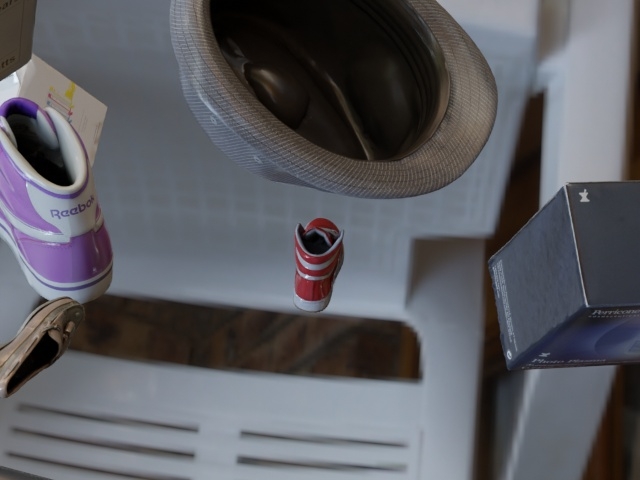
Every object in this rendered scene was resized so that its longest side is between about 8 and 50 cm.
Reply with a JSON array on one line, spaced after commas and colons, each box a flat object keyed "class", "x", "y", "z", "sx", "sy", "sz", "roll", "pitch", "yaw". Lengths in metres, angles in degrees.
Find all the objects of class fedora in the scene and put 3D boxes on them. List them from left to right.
[{"class": "fedora", "x": -0.008, "y": -0.123, "z": 1.285, "sx": 0.275, "sy": 0.244, "sz": 0.124, "roll": 33, "pitch": 144, "yaw": -6}]

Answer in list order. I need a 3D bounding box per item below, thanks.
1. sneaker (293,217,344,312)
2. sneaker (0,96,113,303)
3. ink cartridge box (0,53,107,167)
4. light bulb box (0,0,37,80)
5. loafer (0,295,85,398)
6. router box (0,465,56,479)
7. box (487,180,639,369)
[{"class": "sneaker", "x": 0.000, "y": 0.000, "z": 1.328, "sx": 0.042, "sy": 0.118, "sz": 0.067, "roll": 6, "pitch": 125, "yaw": 1}, {"class": "sneaker", "x": -0.272, "y": -0.081, "z": 1.430, "sx": 0.102, "sy": 0.282, "sz": 0.161, "roll": -28, "pitch": 134, "yaw": -26}, {"class": "ink cartridge box", "x": -0.334, "y": -0.142, "z": 1.829, "sx": 0.092, "sy": 0.090, "sz": 0.143, "roll": -17, "pitch": 142, "yaw": 38}, {"class": "light bulb box", "x": -0.328, "y": -0.171, "z": 0.762, "sx": 0.225, "sy": 0.358, "sz": 0.361, "roll": 43, "pitch": 150, "yaw": 12}, {"class": "loafer", "x": -0.222, "y": 0.088, "z": 1.244, "sx": 0.039, "sy": 0.125, "sz": 0.045, "roll": 14, "pitch": 126, "yaw": 30}, {"class": "router box", "x": -0.156, "y": 0.163, "z": 0.735, "sx": 0.308, "sy": 0.081, "sz": 0.243, "roll": 13, "pitch": 159, "yaw": 9}, {"class": "box", "x": 0.422, "y": 0.051, "z": 2.153, "sx": 0.296, "sy": 0.183, "sz": 0.294, "roll": -2, "pitch": 159, "yaw": -15}]
